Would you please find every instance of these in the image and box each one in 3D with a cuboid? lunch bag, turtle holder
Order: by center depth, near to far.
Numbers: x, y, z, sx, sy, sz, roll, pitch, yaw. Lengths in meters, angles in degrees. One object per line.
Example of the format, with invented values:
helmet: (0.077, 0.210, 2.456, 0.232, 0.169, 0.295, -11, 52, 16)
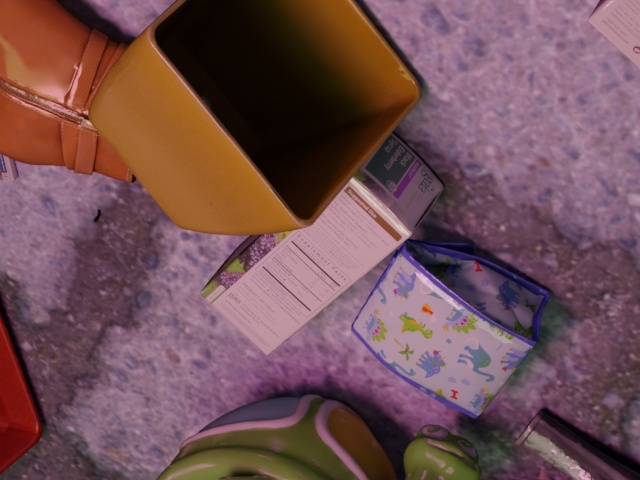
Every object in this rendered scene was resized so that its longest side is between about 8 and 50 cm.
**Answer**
lunch bag: (0.119, 0.075, 1.679, 0.151, 0.096, 0.129, 26, 130, -5)
turtle holder: (-0.022, 0.253, 1.783, 0.243, 0.227, 0.320, 39, 129, -2)

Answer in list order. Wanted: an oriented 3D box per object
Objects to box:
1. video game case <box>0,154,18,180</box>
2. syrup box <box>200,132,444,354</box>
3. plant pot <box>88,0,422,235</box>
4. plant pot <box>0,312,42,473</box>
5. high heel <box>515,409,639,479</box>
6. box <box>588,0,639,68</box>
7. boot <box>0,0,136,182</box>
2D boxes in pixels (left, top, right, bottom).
video game case: (-0.378, -0.105, 1.848, 0.122, 0.011, 0.087, 6, 124, 22)
syrup box: (0.000, 0.000, 1.685, 0.096, 0.093, 0.237, 43, 130, -6)
plant pot: (-0.079, -0.126, 1.577, 0.187, 0.212, 0.212, -23, 111, 49)
plant pot: (-0.510, 0.162, 1.953, 0.236, 0.267, 0.267, 10, 127, 37)
high heel: (0.233, 0.314, 1.784, 0.186, 0.093, 0.261, 35, 121, 9)
box: (0.307, -0.218, 1.364, 0.091, 0.130, 0.170, 42, 130, -5)
boot: (-0.248, -0.190, 1.672, 0.220, 0.109, 0.283, 19, 117, 4)
